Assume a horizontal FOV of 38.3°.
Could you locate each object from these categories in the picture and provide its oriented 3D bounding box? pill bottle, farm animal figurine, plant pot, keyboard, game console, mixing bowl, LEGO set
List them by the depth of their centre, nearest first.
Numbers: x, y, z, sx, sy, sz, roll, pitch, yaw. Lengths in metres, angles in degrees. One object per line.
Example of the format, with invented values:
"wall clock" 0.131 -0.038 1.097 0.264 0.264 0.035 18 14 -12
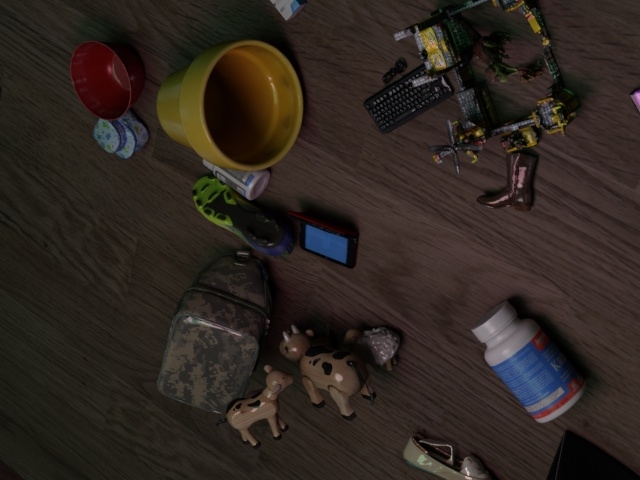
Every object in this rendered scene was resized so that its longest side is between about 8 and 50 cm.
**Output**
"LEGO set" 0.274 -0.279 1.541 0.255 0.192 0.331 -3 112 36
"keyboard" 0.156 -0.281 1.737 0.180 0.023 0.108 -27 96 40
"pill bottle" 0.395 0.229 1.770 0.221 0.124 0.124 50 131 1
"plant pot" 0.524 0.525 1.809 0.167 0.187 0.188 18 123 13
"plant pot" -0.203 -0.272 1.862 0.239 0.254 0.254 9 119 48
"farm animal figurine" -0.031 0.279 1.951 0.327 0.330 0.172 -3 122 34
"game console" 0.000 0.000 1.956 0.144 0.124 0.085 21 97 25
"pill bottle" -0.184 -0.155 2.004 0.137 0.078 0.078 35 129 15
"mixing bowl" -0.463 -0.370 2.073 0.181 0.098 0.181 16 121 28

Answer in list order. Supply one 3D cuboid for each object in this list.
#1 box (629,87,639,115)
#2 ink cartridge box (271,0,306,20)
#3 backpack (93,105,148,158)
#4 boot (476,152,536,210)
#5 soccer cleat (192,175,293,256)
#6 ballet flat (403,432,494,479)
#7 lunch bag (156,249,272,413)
"box" 0.590 -0.217 1.461 0.162 0.029 0.116 -25 98 39
"ink cartridge box" -0.072 -0.476 1.788 0.083 0.028 0.048 52 131 1
"backpack" -0.468 -0.249 2.151 0.114 0.084 0.105 44 134 2
"boot" 0.339 -0.114 1.685 0.106 0.037 0.114 6 121 18
"soccer cleat" -0.176 -0.047 2.049 0.289 0.093 0.121 33 171 30
"ballet flat" 0.295 0.493 2.016 0.248 0.086 0.086 21 124 26
"lunch bag" -0.228 0.202 2.110 0.212 0.256 0.305 17 128 -3
